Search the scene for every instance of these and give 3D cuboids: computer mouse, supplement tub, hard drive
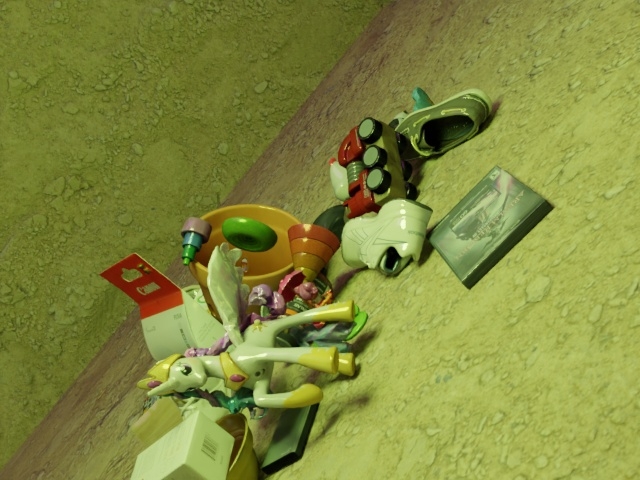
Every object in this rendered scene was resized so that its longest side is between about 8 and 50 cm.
[{"bbox_3d":[0.000,0.000,2.147,0.272,0.072,0.188,-56,17,-26],"label":"computer mouse"},{"bbox_3d":[-0.052,0.160,1.843,0.106,0.106,0.198,-31,23,45],"label":"supplement tub"},{"bbox_3d":[-0.054,0.351,1.542,0.094,0.022,0.135,-36,20,35],"label":"hard drive"}]

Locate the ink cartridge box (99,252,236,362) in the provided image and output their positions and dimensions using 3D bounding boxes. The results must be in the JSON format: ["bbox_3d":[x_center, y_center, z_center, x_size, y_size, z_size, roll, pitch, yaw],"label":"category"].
[{"bbox_3d":[-0.360,0.207,2.020,0.091,0.385,0.308,-55,17,-27],"label":"ink cartridge box"}]

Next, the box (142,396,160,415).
[{"bbox_3d":[-0.449,0.445,2.346,0.094,0.027,0.137,-47,16,6],"label":"box"}]

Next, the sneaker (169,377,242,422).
[{"bbox_3d":[-0.273,0.379,1.786,0.108,0.169,0.293,-34,22,35],"label":"sneaker"}]

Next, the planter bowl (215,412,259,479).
[{"bbox_3d":[-0.176,0.428,1.551,0.217,0.090,0.217,-41,21,19],"label":"planter bowl"}]

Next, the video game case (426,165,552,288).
[{"bbox_3d":[0.294,-0.032,1.540,0.196,0.026,0.274,-46,15,8],"label":"video game case"}]

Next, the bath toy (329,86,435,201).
[{"bbox_3d":[0.156,-0.241,2.216,0.348,0.129,0.151,-40,-17,23],"label":"bath toy"}]

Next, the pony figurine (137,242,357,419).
[{"bbox_3d":[-0.119,0.189,1.573,0.363,0.303,0.351,-4,22,14],"label":"pony figurine"}]

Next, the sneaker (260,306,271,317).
[{"bbox_3d":[-0.109,0.201,1.921,0.076,0.064,0.167,-111,32,-60],"label":"sneaker"}]

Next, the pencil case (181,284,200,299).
[{"bbox_3d":[-0.372,0.213,2.373,0.183,0.160,0.410,-16,-1,-20],"label":"pencil case"}]

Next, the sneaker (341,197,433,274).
[{"bbox_3d":[0.119,0.013,1.751,0.297,0.110,0.130,144,139,-61],"label":"sneaker"}]

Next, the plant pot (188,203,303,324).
[{"bbox_3d":[-0.171,0.077,2.035,0.291,0.290,0.204,-69,-16,-53],"label":"plant pot"}]

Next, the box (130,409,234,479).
[{"bbox_3d":[-0.244,0.401,1.470,0.170,0.091,0.130,-39,21,24],"label":"box"}]

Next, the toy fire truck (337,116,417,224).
[{"bbox_3d":[0.100,-0.134,2.015,0.246,0.158,0.217,-31,53,35],"label":"toy fire truck"}]

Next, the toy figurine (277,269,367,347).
[{"bbox_3d":[-0.012,0.128,1.711,0.130,0.159,0.173,-55,18,-24],"label":"toy figurine"}]

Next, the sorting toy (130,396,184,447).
[{"bbox_3d":[-0.328,0.418,1.933,0.274,0.132,0.046,-46,-14,-11],"label":"sorting toy"}]

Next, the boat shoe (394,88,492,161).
[{"bbox_3d":[0.262,-0.253,1.995,0.305,0.109,0.091,-26,22,45],"label":"boat shoe"}]

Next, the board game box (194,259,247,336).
[{"bbox_3d":[-0.197,0.121,2.194,0.305,0.192,0.053,-67,-18,-49],"label":"board game box"}]

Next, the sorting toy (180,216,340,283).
[{"bbox_3d":[-0.145,0.033,1.862,0.127,0.365,0.126,70,-150,-60],"label":"sorting toy"}]
